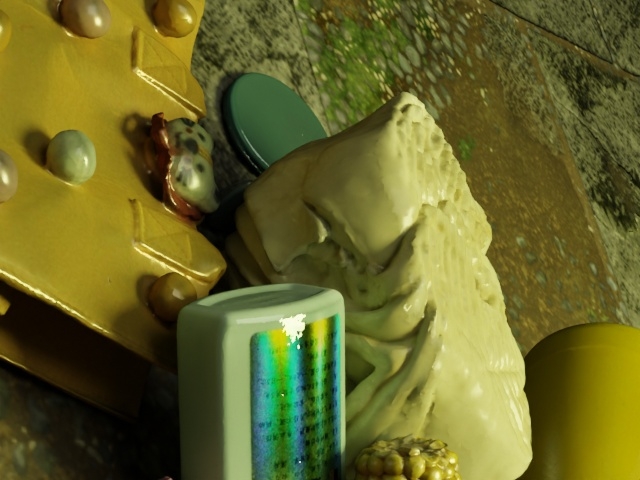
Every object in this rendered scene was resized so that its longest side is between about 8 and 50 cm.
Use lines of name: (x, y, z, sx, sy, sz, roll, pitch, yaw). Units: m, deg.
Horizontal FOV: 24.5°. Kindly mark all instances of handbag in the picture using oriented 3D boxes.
handbag: (-0.188, -0.094, 1.072, 0.283, 0.133, 0.401, 36, 38, -39)

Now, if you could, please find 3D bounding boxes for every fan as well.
fan: (0.000, 0.000, 1.319, 0.282, 0.057, 0.023, 23, 32, -50)

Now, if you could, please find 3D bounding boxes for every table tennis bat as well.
table tennis bat: (-0.012, -0.073, 1.366, 0.201, 0.033, 0.124, 46, 36, -14)

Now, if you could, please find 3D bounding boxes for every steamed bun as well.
steamed bun: (0.035, 0.061, 1.170, 0.289, 0.203, 0.276, 65, 21, -14)

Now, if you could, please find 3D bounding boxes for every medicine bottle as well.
medicine bottle: (-0.038, 0.149, 1.009, 0.121, 0.083, 0.229, -11, 103, -47)

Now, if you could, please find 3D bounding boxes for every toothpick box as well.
toothpick box: (0.253, 0.222, 1.344, 0.175, 0.175, 0.271, 43, 38, -22)

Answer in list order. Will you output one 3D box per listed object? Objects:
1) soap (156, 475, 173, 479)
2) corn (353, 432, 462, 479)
soap: (-0.083, 0.297, 0.912, 0.259, 0.081, 0.181, 55, 32, -4)
corn: (0.063, 0.291, 1.028, 0.101, 0.101, 0.310, -5, 91, -55)
